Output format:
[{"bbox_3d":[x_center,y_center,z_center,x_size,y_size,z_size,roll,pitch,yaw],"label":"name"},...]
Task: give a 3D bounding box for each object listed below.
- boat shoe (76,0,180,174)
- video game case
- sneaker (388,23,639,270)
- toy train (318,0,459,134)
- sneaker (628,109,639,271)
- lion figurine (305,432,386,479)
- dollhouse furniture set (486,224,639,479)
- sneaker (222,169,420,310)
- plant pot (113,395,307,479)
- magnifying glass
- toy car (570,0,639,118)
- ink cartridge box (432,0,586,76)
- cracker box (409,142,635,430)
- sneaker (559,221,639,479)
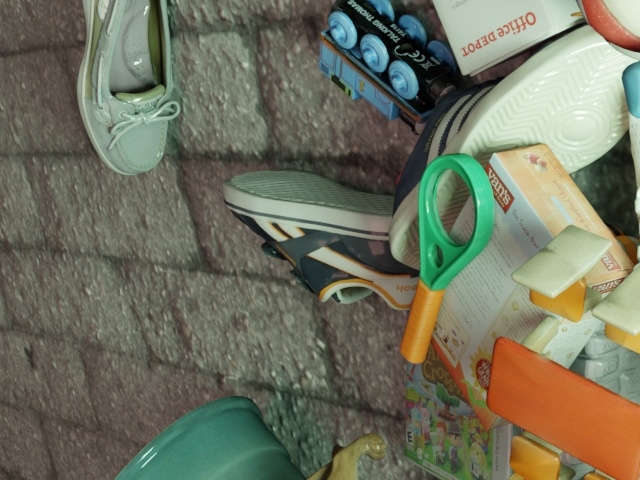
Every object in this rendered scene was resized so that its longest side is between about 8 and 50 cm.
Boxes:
[{"bbox_3d":[-0.244,-0.229,2.061,0.103,0.118,0.320,31,126,49],"label":"boat shoe"},{"bbox_3d":[0.155,0.180,1.738,0.212,0.023,0.193,22,114,60],"label":"video game case"},{"bbox_3d":[0.178,-0.117,1.516,0.350,0.131,0.148,-43,31,39],"label":"sneaker"},{"bbox_3d":[0.074,-0.183,1.662,0.184,0.080,0.105,43,149,30],"label":"toy train"},{"bbox_3d":[0.322,0.007,1.347,0.111,0.129,0.297,-24,81,52],"label":"sneaker"},{"bbox_3d":[0.055,0.386,1.770,0.392,0.240,0.142,38,139,39],"label":"lion figurine"},{"bbox_3d":[0.245,0.161,1.284,0.259,0.135,0.262,26,132,30],"label":"dollhouse furniture set"},{"bbox_3d":[0.000,0.000,1.826,0.321,0.126,0.127,18,117,49],"label":"sneaker"},{"bbox_3d":[-0.091,0.439,2.060,0.334,0.341,0.341,40,139,25],"label":"plant pot"},{"bbox_3d":[0.112,0.021,1.483,0.092,0.026,0.231,49,137,39],"label":"magnifying glass"},{"bbox_3d":[0.267,-0.202,1.270,0.238,0.210,0.219,159,99,-70],"label":"toy car"},{"bbox_3d":[0.164,-0.273,1.462,0.148,0.086,0.203,-21,92,58],"label":"ink cartridge box"},{"bbox_3d":[0.181,0.045,1.463,0.156,0.067,0.232,59,146,28],"label":"cracker box"},{"bbox_3d":[0.241,0.119,1.574,0.180,0.124,0.321,29,121,50],"label":"sneaker"}]
